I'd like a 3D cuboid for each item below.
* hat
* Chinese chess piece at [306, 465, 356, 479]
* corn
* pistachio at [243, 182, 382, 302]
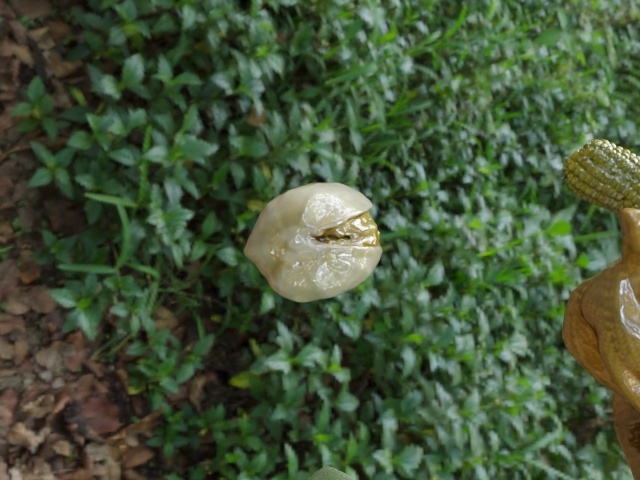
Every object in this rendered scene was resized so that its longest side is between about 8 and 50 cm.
[{"bbox_3d":[0.278,0.049,0.668,0.244,0.233,0.233,-43,121,-4],"label":"hat"},{"bbox_3d":[0.042,0.248,0.751,0.058,0.144,0.144,-51,122,-18],"label":"Chinese chess piece"},{"bbox_3d":[0.483,-0.050,1.287,0.101,0.291,0.101,-38,149,-29],"label":"corn"},{"bbox_3d":[0.000,0.000,1.186,0.229,0.157,0.157,-15,91,-59],"label":"pistachio"}]
